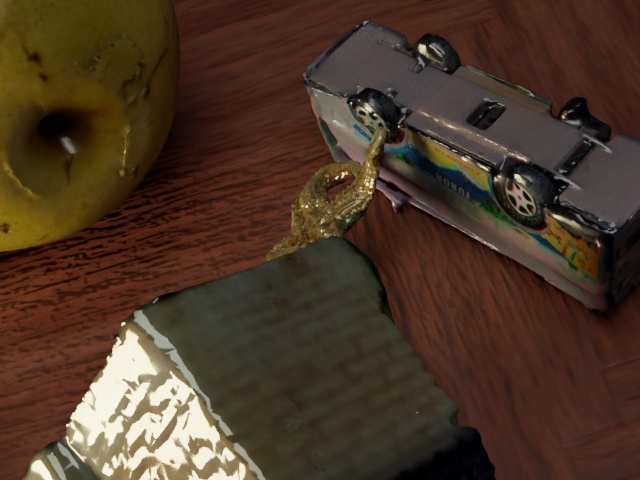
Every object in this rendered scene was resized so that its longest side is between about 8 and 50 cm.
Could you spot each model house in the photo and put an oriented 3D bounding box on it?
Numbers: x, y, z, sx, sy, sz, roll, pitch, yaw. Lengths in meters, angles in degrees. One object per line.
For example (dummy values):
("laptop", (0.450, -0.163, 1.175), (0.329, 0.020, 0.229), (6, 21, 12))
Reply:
("model house", (-0.031, 0.205, 1.012), (0.243, 0.298, 0.284), (-16, 60, -40))

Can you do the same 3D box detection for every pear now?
("pear", (-0.285, -0.159, 1.299), (0.348, 0.348, 0.348), (-6, 52, 8))

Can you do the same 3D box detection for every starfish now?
("starfish", (-0.008, -0.005, 1.242), (0.210, 0.053, 0.150), (-54, 30, 12))

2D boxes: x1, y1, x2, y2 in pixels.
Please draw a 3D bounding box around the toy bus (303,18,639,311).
("toy bus", (0.134, -0.066, 1.270), (0.317, 0.138, 0.112), (31, 60, 31))
